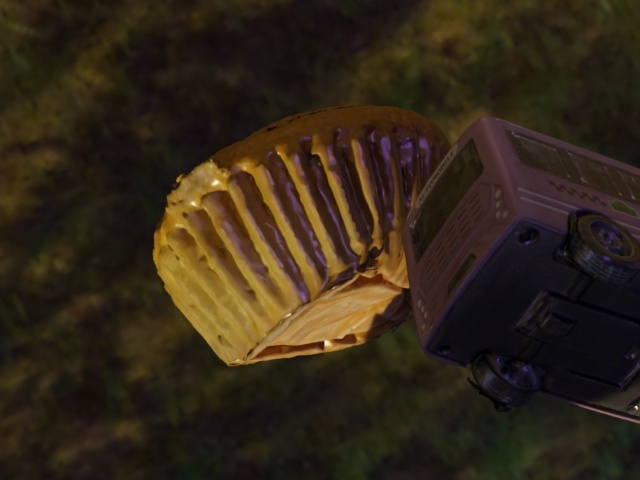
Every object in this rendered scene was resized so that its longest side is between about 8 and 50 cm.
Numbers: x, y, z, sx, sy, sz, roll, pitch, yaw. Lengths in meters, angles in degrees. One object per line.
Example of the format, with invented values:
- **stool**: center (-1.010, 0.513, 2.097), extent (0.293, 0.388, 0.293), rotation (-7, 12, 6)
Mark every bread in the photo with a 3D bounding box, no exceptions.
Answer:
- **bread**: center (0.000, -0.003, 1.267), extent (0.240, 0.139, 0.240), rotation (-26, 161, -10)

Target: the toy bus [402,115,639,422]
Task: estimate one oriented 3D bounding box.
- **toy bus**: center (0.140, 0.022, 0.808), extent (0.199, 0.108, 0.096), rotation (17, 125, -24)
